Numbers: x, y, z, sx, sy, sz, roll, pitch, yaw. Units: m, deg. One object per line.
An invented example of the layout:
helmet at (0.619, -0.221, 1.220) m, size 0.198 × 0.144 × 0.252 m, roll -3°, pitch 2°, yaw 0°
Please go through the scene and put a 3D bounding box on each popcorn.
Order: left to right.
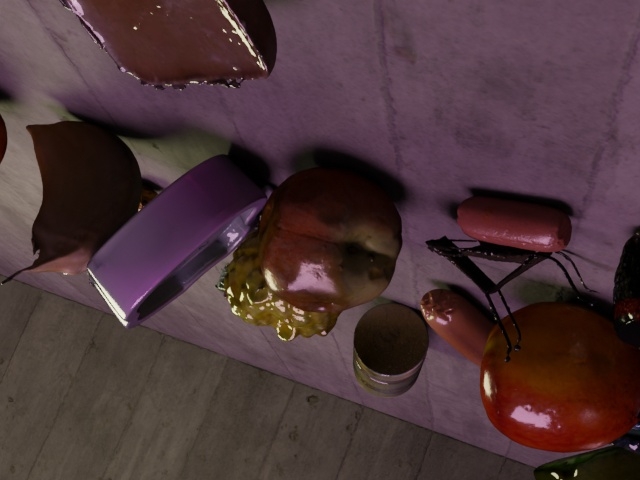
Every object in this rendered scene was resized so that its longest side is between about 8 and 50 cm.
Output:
popcorn at (-0.038, 0.041, 1.796) m, size 0.206 × 0.251 × 0.237 m, roll 30°, pitch -160°, yaw 6°

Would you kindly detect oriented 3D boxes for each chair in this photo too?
chair at (0.258, 0.044, 1.510) m, size 0.213 × 0.149 × 0.174 m, roll 50°, pitch -164°, yaw 8°

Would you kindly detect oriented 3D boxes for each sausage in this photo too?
sausage at (0.277, 0.169, 2.005) m, size 0.086 × 0.086 × 0.289 m, roll 9°, pitch 159°, yaw 38°
sausage at (0.251, -0.023, 1.421) m, size 0.154 × 0.062 × 0.062 m, roll 11°, pitch 162°, yaw 36°

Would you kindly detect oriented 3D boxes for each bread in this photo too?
bread at (0.610, 0.460, 2.135) m, size 0.367 × 0.129 × 0.382 m, roll -15°, pitch 167°, yaw -3°

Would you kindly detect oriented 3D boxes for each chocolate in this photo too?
chocolate at (-0.151, -0.246, 1.164) m, size 0.261 × 0.083 × 0.161 m, roll 7°, pitch 142°, yaw 41°

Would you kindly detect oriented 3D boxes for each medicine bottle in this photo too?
medicine bottle at (0.145, 0.242, 2.307) m, size 0.151 × 0.151 × 0.322 m, roll 20°, pitch 165°, yaw 7°

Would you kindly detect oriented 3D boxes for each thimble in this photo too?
thimble at (-0.180, 0.101, 2.438) m, size 0.110 × 0.062 × 0.084 m, roll 28°, pitch 165°, yaw -21°

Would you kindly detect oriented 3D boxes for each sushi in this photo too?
sushi at (0.454, 0.058, 1.318) m, size 0.136 × 0.126 × 0.225 m, roll 29°, pitch 157°, yaw -22°

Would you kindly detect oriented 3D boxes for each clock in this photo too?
clock at (-0.219, -0.005, 1.738) m, size 0.102 × 0.338 × 0.338 m, roll 49°, pitch 165°, yaw 4°

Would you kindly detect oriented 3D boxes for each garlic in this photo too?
garlic at (-0.393, -0.042, 1.748) m, size 0.196 × 0.338 × 0.151 m, roll 10°, pitch 141°, yaw -17°

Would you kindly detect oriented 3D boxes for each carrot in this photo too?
carrot at (-0.382, -0.077, 2.101) m, size 0.069 × 0.068 × 0.229 m, roll 32°, pitch 163°, yaw -33°

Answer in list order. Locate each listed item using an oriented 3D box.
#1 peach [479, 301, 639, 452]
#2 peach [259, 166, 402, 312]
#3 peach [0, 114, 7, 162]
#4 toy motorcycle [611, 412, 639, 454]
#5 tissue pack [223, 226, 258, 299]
peach at (0.391, 0.219, 1.742) m, size 0.281 × 0.238 × 0.280 m, roll 5°, pitch 120°, yaw 8°
peach at (0.000, 0.000, 1.577) m, size 0.214 × 0.214 × 0.235 m, roll 30°, pitch 170°, yaw -28°
peach at (-0.652, -0.170, 1.865) m, size 0.233 × 0.232 × 0.256 m, roll 20°, pitch 174°, yaw 7°
toy motorcycle at (0.563, 0.304, 1.913) m, size 0.416 × 0.172 × 0.232 m, roll 7°, pitch 162°, yaw 37°
tissue pack at (-0.127, 0.058, 2.054) m, size 0.060 × 0.148 × 0.108 m, roll 9°, pitch 162°, yaw 18°
